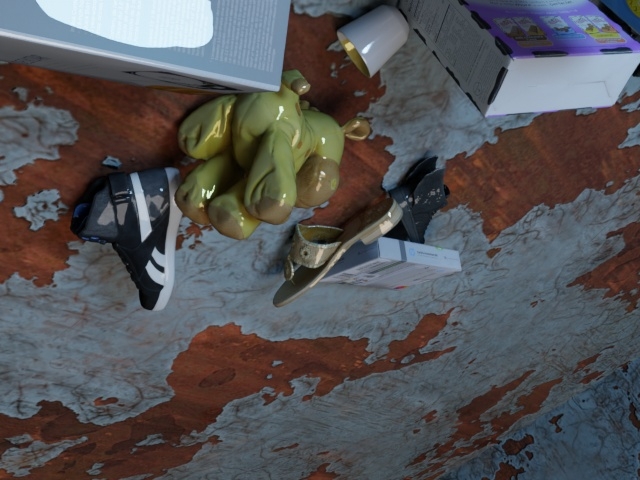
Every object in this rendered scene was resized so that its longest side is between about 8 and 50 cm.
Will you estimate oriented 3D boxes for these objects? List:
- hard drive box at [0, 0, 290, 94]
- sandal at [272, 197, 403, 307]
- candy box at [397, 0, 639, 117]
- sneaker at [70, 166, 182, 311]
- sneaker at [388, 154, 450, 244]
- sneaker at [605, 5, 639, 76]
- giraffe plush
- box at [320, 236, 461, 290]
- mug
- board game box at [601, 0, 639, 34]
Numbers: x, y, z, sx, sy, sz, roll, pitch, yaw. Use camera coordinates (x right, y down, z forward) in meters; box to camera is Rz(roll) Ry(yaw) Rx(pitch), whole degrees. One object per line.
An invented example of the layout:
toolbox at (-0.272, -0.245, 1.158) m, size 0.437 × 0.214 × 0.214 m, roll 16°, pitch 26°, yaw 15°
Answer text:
hard drive box at (-0.169, -0.177, 0.515) m, size 0.232 × 0.181 × 0.089 m, roll 4°, pitch 97°, yaw -34°
sandal at (0.000, -0.003, 0.958) m, size 0.240 × 0.088 × 0.079 m, roll -36°, pitch 111°, yaw 17°
candy box at (0.198, -0.218, 0.681) m, size 0.165 × 0.196 × 0.070 m, roll -9°, pitch 141°, yaw -22°
sneaker at (-0.240, 0.002, 0.805) m, size 0.121 × 0.079 × 0.216 m, roll -3°, pitch 131°, yaw -24°
sneaker at (0.158, -0.052, 0.994) m, size 0.089 × 0.051 × 0.170 m, roll -25°, pitch 142°, yaw 7°
sneaker at (0.400, -0.287, 0.804) m, size 0.130 × 0.109 × 0.286 m, roll -34°, pitch 142°, yaw 22°
giraffe plush at (-0.042, -0.100, 0.748) m, size 0.171 × 0.181 × 0.210 m, roll 11°, pitch 97°, yaw -54°
box at (0.106, 0.040, 1.043) m, size 0.186 × 0.038 × 0.145 m, roll 10°, pitch 157°, yaw -38°
mug at (0.059, -0.223, 0.724) m, size 0.064 × 0.078 × 0.062 m, roll -38°, pitch 111°, yaw 2°
board game box at (0.243, -0.346, 0.456) m, size 0.086 × 0.301 × 0.308 m, roll -13°, pitch 142°, yaw -18°
